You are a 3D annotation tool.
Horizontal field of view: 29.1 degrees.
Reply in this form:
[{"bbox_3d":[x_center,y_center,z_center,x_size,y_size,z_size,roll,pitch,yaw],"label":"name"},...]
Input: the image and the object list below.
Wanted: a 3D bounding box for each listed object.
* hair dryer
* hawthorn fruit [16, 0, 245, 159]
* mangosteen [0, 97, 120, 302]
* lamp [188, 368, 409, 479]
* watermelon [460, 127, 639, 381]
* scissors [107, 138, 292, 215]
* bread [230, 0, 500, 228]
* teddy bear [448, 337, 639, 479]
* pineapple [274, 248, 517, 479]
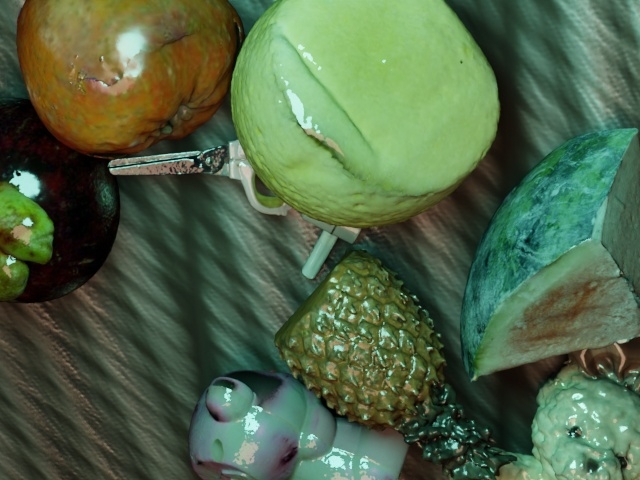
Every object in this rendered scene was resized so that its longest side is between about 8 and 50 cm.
[{"bbox_3d":[0.000,0.000,1.707,0.082,0.047,0.137,26,123,-3],"label":"hair dryer"},{"bbox_3d":[-0.260,-0.251,1.526,0.307,0.276,0.276,45,117,18],"label":"hawthorn fruit"},{"bbox_3d":[-0.401,-0.044,1.613,0.288,0.288,0.288,3,115,7],"label":"mangosteen"},{"bbox_3d":[-0.050,0.318,1.753,0.301,0.247,0.247,23,154,-1],"label":"lamp"},{"bbox_3d":[0.338,0.043,1.594,0.258,0.228,0.387,24,122,-13],"label":"watermelon"},{"bbox_3d":[-0.120,-0.107,1.623,0.317,0.024,0.160,-3,101,-9],"label":"scissors"},{"bbox_3d":[0.048,-0.167,1.507,0.320,0.237,0.321,0,91,-21],"label":"bread"},{"bbox_3d":[0.337,0.353,1.669,0.327,0.375,0.362,31,130,7],"label":"teddy bear"},{"bbox_3d":[0.109,0.190,1.655,0.362,0.202,0.202,45,114,4],"label":"pineapple"}]
